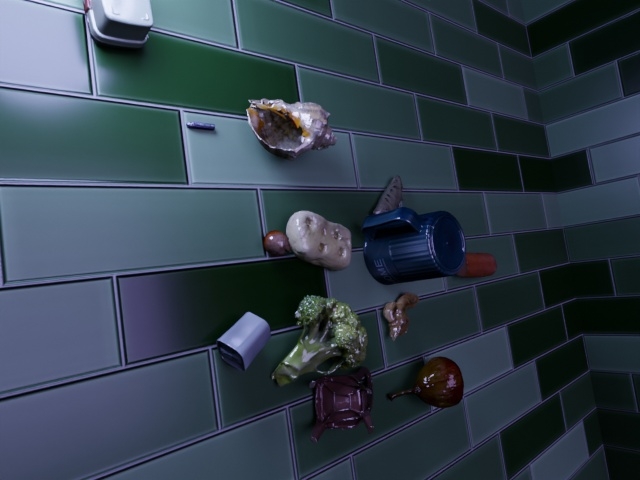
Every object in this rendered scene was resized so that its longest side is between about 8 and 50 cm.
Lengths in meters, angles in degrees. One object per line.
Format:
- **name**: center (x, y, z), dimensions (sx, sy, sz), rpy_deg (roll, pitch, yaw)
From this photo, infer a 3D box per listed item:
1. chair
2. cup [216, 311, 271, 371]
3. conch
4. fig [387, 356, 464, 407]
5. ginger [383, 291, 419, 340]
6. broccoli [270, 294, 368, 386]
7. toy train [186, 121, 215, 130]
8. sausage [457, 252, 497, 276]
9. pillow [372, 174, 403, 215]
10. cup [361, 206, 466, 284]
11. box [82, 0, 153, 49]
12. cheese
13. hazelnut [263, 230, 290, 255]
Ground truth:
- **chair**: center (0.077, 0.502, 1.405), dimensions (0.326, 0.183, 0.176), rpy_deg (59, 29, -78)
- **cup**: center (-0.207, 0.287, 1.223), dimensions (0.129, 0.095, 0.128), rpy_deg (-45, 147, -38)
- **conch**: center (-0.094, -0.342, 1.405), dimensions (0.291, 0.159, 0.210), rpy_deg (18, 75, 4)
- **fig**: center (0.399, 0.559, 1.644), dimensions (0.290, 0.190, 0.191), rpy_deg (-32, 103, -22)
- **ginger**: center (0.309, 0.279, 1.680), dimensions (0.214, 0.059, 0.133), rpy_deg (-23, 89, -42)
- **broccoli**: center (0.018, 0.291, 1.347), dimensions (0.302, 0.186, 0.254), rpy_deg (-6, 95, -47)
- **toy train**: center (-0.343, -0.328, 1.276), dimensions (0.083, 0.017, 0.017), rpy_deg (-5, 84, -40)
- **sausage**: center (0.702, 0.110, 2.006), dimensions (0.259, 0.113, 0.114), rpy_deg (3, 79, -38)
- **pillow**: center (0.275, -0.152, 1.736), dimensions (0.093, 0.051, 0.241), rpy_deg (46, 55, -18)
- **cup**: center (0.327, 0.002, 1.593), dimensions (0.242, 0.292, 0.308), rpy_deg (-35, 105, -38)
- **box**: center (-0.509, -0.603, 1.116), dimensions (0.147, 0.129, 0.210), rpy_deg (-11, 88, -42)
- **cheese**: center (0.001, 0.000, 1.442), dimensions (0.262, 0.093, 0.159), rpy_deg (20, 65, -43)
- **hazelnut**: center (-0.131, 0.011, 1.349), dimensions (0.086, 0.086, 0.087), rpy_deg (9, 76, -38)
